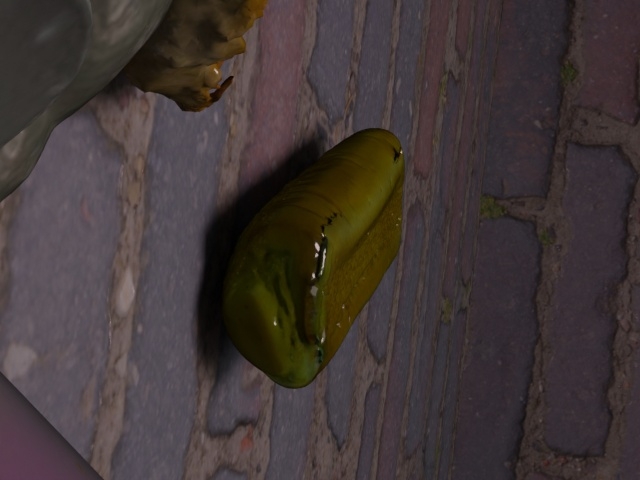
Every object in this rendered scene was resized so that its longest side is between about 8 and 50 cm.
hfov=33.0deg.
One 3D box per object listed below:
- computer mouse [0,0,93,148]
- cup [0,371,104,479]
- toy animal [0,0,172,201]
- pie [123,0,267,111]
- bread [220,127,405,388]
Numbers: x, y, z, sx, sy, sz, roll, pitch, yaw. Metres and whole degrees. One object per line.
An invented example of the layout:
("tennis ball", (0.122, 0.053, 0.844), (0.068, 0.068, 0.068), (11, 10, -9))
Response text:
("computer mouse", (-0.185, -0.056, 0.414), (0.231, 0.079, 0.128), (-42, 164, -15))
("cup", (-0.157, 0.177, 0.511), (0.288, 0.203, 0.203), (71, 29, -42))
("toy animal", (-0.157, -0.081, 0.526), (0.108, 0.138, 0.236), (38, 70, -36))
("pie", (-0.057, -0.241, 0.686), (0.315, 0.092, 0.315), (-163, -90, -79))
("bread", (0.000, 0.000, 1.070), (0.383, 0.112, 0.166), (-50, 145, -64))
